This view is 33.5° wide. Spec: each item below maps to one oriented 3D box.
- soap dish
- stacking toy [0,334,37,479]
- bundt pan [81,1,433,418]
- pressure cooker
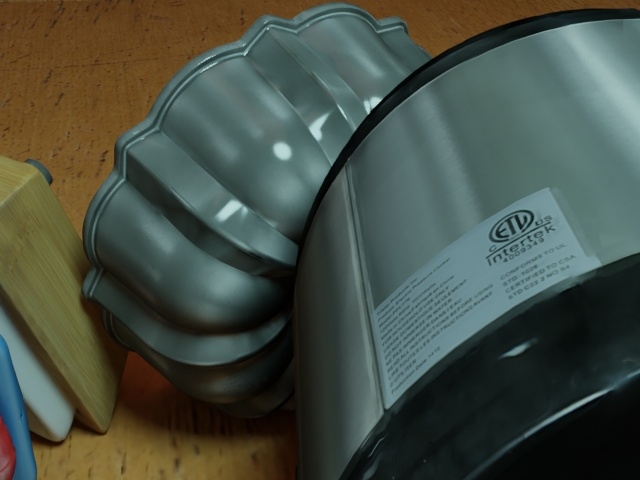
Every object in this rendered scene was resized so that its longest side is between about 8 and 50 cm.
[{"bbox_3d":[-0.291,0.014,0.813,0.291,0.229,0.118,19,57,31],"label":"soap dish"},{"bbox_3d":[-0.270,0.195,0.586,0.166,0.175,0.301,0,41,-2],"label":"stacking toy"},{"bbox_3d":[0.000,0.000,0.787,0.331,0.330,0.124,-19,46,-34],"label":"bundt pan"},{"bbox_3d":[0.168,0.069,0.573,0.370,0.375,0.420,-3,28,-2],"label":"pressure cooker"}]
